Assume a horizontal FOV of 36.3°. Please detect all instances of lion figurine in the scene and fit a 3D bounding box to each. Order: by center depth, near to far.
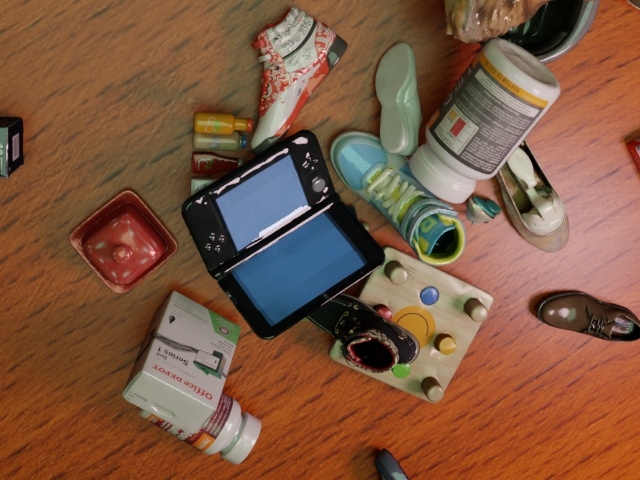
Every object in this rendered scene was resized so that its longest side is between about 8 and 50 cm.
[{"bbox_3d":[0.403,-0.463,1.663,0.392,0.142,0.240,-5,118,-8],"label":"lion figurine"}]

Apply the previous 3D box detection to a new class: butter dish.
[{"bbox_3d":[-0.368,0.015,1.815,0.160,0.118,0.160,-38,106,2],"label":"butter dish"}]

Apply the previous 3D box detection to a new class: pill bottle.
[{"bbox_3d":[0.289,-0.211,1.761,0.162,0.162,0.278,29,120,-13],"label":"pill bottle"},{"bbox_3d":[-0.234,0.343,1.913,0.221,0.121,0.121,34,97,-14],"label":"pill bottle"}]

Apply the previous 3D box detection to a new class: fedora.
[{"bbox_3d":[0.383,-0.460,1.800,0.244,0.124,0.275,0,110,-6],"label":"fedora"}]

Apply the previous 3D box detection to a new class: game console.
[{"bbox_3d":[-0.062,-0.014,1.773,0.293,0.173,0.250,-33,129,-17],"label":"game console"}]

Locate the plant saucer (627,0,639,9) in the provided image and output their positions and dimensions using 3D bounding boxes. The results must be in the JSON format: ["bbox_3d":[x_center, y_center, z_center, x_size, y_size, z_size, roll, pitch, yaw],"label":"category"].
[{"bbox_3d":[0.645,-0.536,1.864,0.199,0.036,0.198,-2,104,-8],"label":"plant saucer"}]

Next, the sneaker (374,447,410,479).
[{"bbox_3d":[0.162,0.587,2.033,0.131,0.112,0.319,-27,105,-4],"label":"sneaker"}]

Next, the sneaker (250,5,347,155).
[{"bbox_3d":[-0.085,-0.299,1.795,0.145,0.090,0.270,36,93,-13],"label":"sneaker"}]

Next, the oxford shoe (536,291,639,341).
[{"bbox_3d":[0.556,0.159,1.992,0.227,0.096,0.082,8,104,-8],"label":"oxford shoe"}]

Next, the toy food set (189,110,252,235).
[{"bbox_3d":[-0.187,-0.123,1.809,0.105,0.111,0.232,2,101,-8],"label":"toy food set"}]

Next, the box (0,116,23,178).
[{"bbox_3d":[-0.616,-0.169,1.716,0.158,0.156,0.093,2,103,-8],"label":"box"}]

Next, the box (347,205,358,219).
[{"bbox_3d":[0.000,0.000,1.873,0.162,0.029,0.116,-10,60,-3],"label":"box"}]

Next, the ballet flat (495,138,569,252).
[{"bbox_3d":[0.405,-0.097,1.901,0.108,0.106,0.316,-35,106,0],"label":"ballet flat"}]

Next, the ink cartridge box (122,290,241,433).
[{"bbox_3d":[-0.255,0.226,1.825,0.160,0.219,0.092,30,128,-14],"label":"ink cartridge box"}]

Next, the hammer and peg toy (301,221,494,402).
[{"bbox_3d":[0.134,0.141,1.910,0.361,0.127,0.266,26,99,-13],"label":"hammer and peg toy"}]

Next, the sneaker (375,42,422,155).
[{"bbox_3d":[0.159,-0.265,1.851,0.094,0.080,0.212,7,85,-48],"label":"sneaker"}]

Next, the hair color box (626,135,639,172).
[{"bbox_3d":[0.681,-0.148,1.960,0.072,0.043,0.141,-32,106,0],"label":"hair color box"}]

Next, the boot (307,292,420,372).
[{"bbox_3d":[0.058,0.162,1.761,0.236,0.178,0.085,26,98,14],"label":"boot"}]

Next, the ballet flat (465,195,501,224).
[{"bbox_3d":[0.308,-0.050,1.878,0.052,0.168,0.057,-44,73,17],"label":"ballet flat"}]

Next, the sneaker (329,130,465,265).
[{"bbox_3d":[0.156,-0.078,1.818,0.319,0.208,0.127,39,98,-15],"label":"sneaker"}]
